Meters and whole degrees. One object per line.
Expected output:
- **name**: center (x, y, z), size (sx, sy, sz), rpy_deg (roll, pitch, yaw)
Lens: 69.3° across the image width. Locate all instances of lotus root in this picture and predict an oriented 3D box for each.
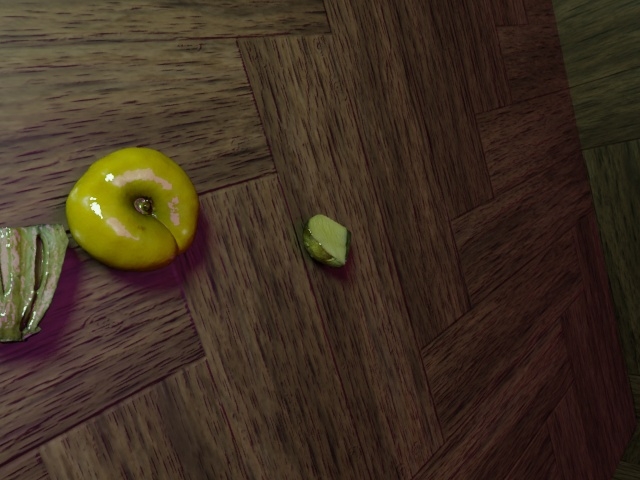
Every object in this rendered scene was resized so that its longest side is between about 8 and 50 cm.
- **lotus root**: center (-0.386, 0.051, 0.549), size (0.143, 0.070, 0.144), rpy_deg (3, 80, -46)

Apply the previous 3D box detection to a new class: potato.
- **potato**: center (0.000, 0.000, 0.888), size (0.103, 0.066, 0.096), rpy_deg (37, 39, -22)

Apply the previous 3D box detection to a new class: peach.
- **peach**: center (-0.254, -0.039, 0.647), size (0.179, 0.103, 0.179), rpy_deg (2, 87, -43)
